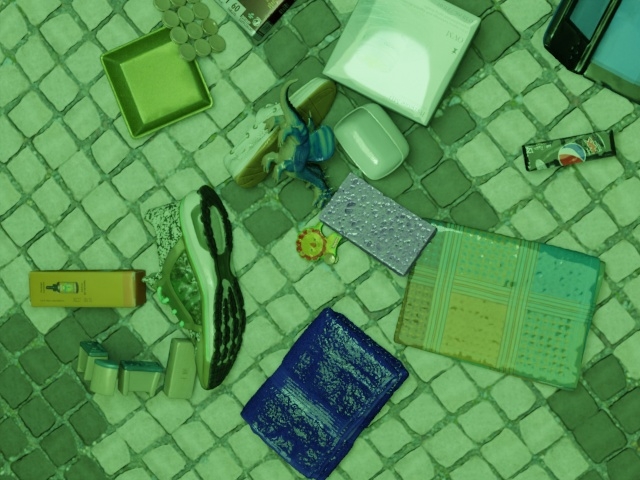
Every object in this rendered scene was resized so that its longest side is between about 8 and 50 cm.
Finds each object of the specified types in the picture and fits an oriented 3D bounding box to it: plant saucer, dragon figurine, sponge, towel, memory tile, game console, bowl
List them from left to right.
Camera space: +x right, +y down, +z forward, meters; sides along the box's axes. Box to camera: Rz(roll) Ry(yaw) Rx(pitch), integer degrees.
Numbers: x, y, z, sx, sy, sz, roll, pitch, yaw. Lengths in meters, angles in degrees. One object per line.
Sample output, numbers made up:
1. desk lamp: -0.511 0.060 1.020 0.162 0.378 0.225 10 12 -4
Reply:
1. plant saucer: -0.329 -0.325 1.945 0.188 0.045 0.188 -21 91 9
2. memory tile: -0.262 -0.435 1.907 0.113 0.012 0.148 -27 90 -34
3. dragon figurine: -0.030 -0.193 1.819 0.144 0.085 0.289 -13 125 -28
4. towel: 0.005 0.316 1.932 0.227 0.076 0.308 38 99 3
5. bowl: 0.106 -0.198 1.858 0.053 0.142 0.142 -41 95 -33
6. sponge: 0.112 -0.031 1.879 0.210 0.031 0.117 34 80 15
7. towel: 0.352 0.123 1.887 0.370 0.040 0.271 14 95 9
8. game console: 0.577 -0.429 1.747 0.173 0.250 0.293 30 99 32

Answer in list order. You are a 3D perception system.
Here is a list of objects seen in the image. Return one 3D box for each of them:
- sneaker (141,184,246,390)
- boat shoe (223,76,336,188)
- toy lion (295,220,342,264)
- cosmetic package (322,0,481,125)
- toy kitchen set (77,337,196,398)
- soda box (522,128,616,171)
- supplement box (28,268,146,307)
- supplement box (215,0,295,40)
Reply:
1. sneaker: -0.268 0.100 1.937 0.182 0.158 0.410 -7 88 21
2. boat shoe: -0.090 -0.233 1.893 0.277 0.098 0.096 -44 60 4
3. toy lion: 0.000 0.000 1.932 0.096 0.034 0.100 26 98 13
4. cosmetic package: 0.157 -0.364 1.825 0.224 0.138 0.225 27 99 5
5. toy kitchen set: -0.383 0.244 1.991 0.207 0.166 0.122 8 98 -29
6. soda box: 0.477 -0.173 1.831 0.169 0.060 0.053 -10 94 9
7. supplement box: -0.486 0.099 1.986 0.233 0.080 0.078 0 94 7
8. supplement box: -0.093 -0.528 1.880 0.130 0.073 0.239 44 98 3
